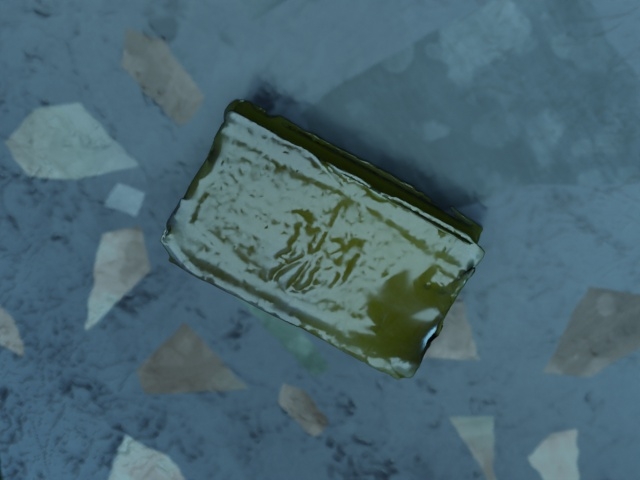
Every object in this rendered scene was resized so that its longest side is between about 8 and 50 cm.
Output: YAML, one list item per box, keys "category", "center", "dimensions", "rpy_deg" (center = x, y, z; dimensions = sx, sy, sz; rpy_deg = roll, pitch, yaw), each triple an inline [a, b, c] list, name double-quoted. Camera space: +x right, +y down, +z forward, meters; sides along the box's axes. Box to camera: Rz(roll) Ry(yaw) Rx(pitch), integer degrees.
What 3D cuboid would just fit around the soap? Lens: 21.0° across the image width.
- category: "soap"
  center: [0.000, -0.001, 1.363]
  dimensions: [0.233, 0.076, 0.135]
  rpy_deg: [29, 106, -1]
